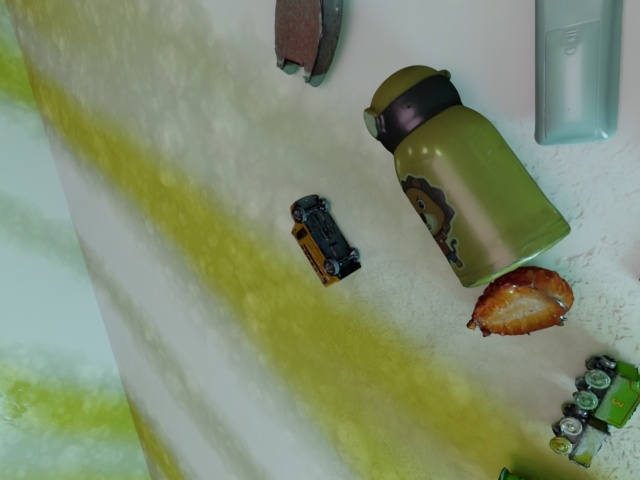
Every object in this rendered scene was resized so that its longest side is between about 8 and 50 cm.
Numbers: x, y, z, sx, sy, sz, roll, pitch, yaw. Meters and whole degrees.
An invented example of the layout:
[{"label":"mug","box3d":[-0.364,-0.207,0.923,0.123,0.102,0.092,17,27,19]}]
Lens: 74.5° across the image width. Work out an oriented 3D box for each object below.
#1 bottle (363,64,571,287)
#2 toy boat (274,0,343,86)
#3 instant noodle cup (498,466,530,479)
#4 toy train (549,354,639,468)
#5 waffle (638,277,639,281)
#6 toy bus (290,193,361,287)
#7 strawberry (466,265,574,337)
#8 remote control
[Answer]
[{"label":"bottle","box3d":[0.204,-0.113,0.659,0.171,0.171,0.351,-42,74,40]},{"label":"toy boat","box3d":[-0.015,-0.425,0.812,0.155,0.085,0.227,40,137,34]},{"label":"instant noodle cup","box3d":[0.411,0.501,0.674,0.233,0.207,0.207,-1,103,31]},{"label":"toy train","box3d":[0.429,0.271,0.660,0.081,0.060,0.202,22,119,27]},{"label":"waffle","box3d":[0.487,0.049,0.570,0.078,0.016,0.085,24,117,32]},{"label":"toy bus","box3d":[0.000,0.000,0.915,0.194,0.083,0.088,59,140,7]},{"label":"strawberry","box3d":[0.310,0.093,0.679,0.121,0.082,0.188,29,149,-3]},{"label":"remote control","box3d":[0.342,-0.279,0.566,0.103,0.051,0.293,4,105,39]}]
